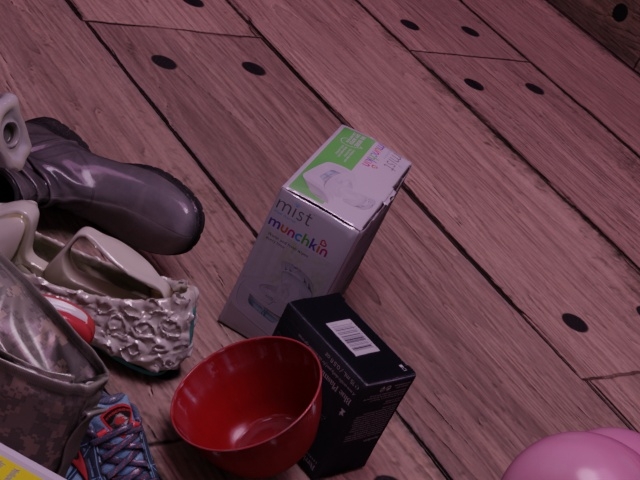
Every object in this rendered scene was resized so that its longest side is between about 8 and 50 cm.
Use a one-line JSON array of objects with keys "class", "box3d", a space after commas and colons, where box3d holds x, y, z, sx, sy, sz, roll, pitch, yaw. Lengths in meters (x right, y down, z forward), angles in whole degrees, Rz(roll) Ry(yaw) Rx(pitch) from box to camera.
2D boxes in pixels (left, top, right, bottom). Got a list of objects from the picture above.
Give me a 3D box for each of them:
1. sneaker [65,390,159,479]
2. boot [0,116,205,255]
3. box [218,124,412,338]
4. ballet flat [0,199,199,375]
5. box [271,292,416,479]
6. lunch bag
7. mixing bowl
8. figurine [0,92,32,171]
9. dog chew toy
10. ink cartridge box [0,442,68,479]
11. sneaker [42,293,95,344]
[{"class": "sneaker", "box3d": [-0.230, 0.221, 1.352, 0.262, 0.125, 0.104, 42, 34, 27]}, {"class": "boot", "box3d": [-0.339, -0.060, 1.712, 0.338, 0.118, 0.222, 24, 17, 21]}, {"class": "box", "box3d": [0.000, 0.000, 1.783, 0.126, 0.231, 0.262, 29, 30, 6]}, {"class": "ballet flat", "box3d": [-0.330, 0.025, 1.587, 0.408, 0.147, 0.147, 24, 29, -2]}, {"class": "box", "box3d": [0.008, 0.176, 1.577, 0.093, 0.158, 0.156, -7, 42, -45]}, {"class": "lunch bag", "box3d": [-0.354, 0.150, 1.258, 0.287, 0.235, 0.169, 36, 25, 18]}, {"class": "mixing bowl", "box3d": [-0.071, 0.206, 1.496, 0.181, 0.098, 0.181, -14, 36, 10]}, {"class": "figurine", "box3d": [-0.477, -0.086, 1.548, 0.209, 0.092, 0.215, 3, 52, 19]}, {"class": "dog chew toy", "box3d": [0.349, 0.320, 1.587, 0.206, 0.207, 0.331, 40, 24, 24]}, {"class": "ink cartridge box", "box3d": [-0.201, 0.327, 1.022, 0.307, 0.304, 0.072, 29, 32, 7]}, {"class": "sneaker", "box3d": [-0.369, 0.125, 1.467, 0.221, 0.087, 0.128, 6, 41, -10]}]
